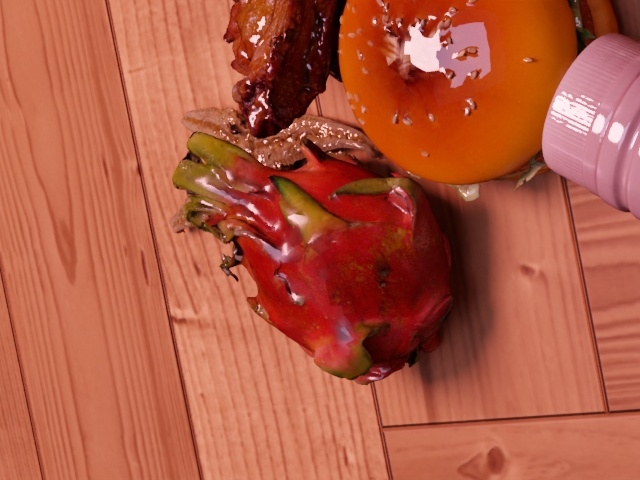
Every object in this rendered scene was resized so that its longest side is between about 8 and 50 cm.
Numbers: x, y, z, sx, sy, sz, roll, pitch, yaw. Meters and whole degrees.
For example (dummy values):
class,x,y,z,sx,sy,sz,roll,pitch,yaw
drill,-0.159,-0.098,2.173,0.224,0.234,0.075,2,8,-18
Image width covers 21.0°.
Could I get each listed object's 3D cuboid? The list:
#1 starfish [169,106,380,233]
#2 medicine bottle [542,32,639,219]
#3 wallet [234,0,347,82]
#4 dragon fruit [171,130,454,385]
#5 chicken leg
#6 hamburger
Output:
class,x,y,z,sx,sy,sz,roll,pitch,yaw
starfish,-0.054,-0.057,1.663,0.247,0.050,0.138,10,105,38
medicine bottle,0.304,-0.057,1.319,0.250,0.133,0.133,28,115,31
wallet,-0.015,-0.237,1.607,0.198,0.031,0.110,39,121,27
dragon fruit,-0.006,0.012,1.546,0.269,0.198,0.200,20,141,17
chicken leg,-0.027,-0.241,1.514,0.177,0.083,0.322,-2,75,60
hamburger,0.116,-0.151,1.429,0.246,0.170,0.246,7,101,36
